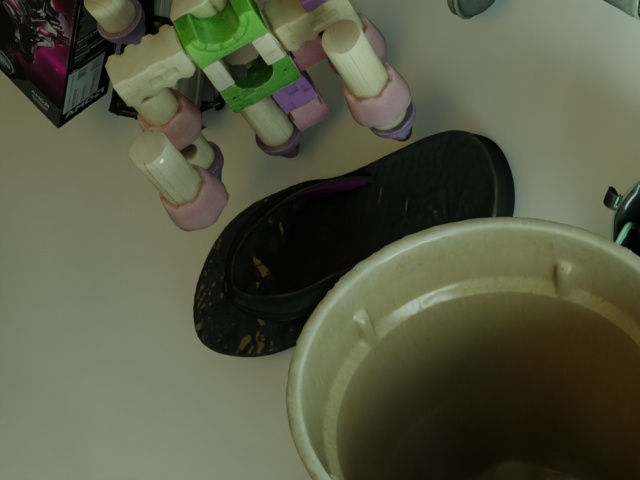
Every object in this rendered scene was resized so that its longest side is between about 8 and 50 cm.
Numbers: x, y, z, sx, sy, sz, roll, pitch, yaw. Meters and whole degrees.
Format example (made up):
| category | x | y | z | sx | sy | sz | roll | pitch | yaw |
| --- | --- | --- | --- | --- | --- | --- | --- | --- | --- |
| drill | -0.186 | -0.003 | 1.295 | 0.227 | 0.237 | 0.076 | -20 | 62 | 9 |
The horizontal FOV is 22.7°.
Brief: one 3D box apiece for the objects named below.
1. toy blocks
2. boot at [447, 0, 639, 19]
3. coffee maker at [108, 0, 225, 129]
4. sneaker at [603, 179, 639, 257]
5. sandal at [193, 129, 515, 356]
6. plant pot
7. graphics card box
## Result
| category | x | y | z | sx | sy | sz | roll | pitch | yaw |
| --- | --- | --- | --- | --- | --- | --- | --- | --- | --- |
| toy blocks | -0.064 | -0.177 | 1.708 | 0.288 | 0.260 | 0.309 | -29 | 55 | 7 |
| boot | 0.238 | -0.263 | 1.545 | 0.208 | 0.076 | 0.190 | 37 | 113 | 29 |
| coffee maker | -0.191 | -0.230 | 1.878 | 0.171 | 0.120 | 0.178 | 15 | 96 | 42 |
| sneaker | 0.285 | 0.055 | 1.416 | 0.094 | 0.151 | 0.256 | 22 | 102 | 39 |
| sandal | 0.000 | -0.003 | 1.699 | 0.446 | 0.107 | 0.167 | -28 | 69 | 36 |
| plant pot | 0.160 | 0.203 | 1.374 | 0.334 | 0.334 | 0.305 | 39 | 156 | 36 |
| graphics card box | -0.334 | -0.312 | 1.835 | 0.233 | 0.094 | 0.371 | 45 | 155 | 8 |
